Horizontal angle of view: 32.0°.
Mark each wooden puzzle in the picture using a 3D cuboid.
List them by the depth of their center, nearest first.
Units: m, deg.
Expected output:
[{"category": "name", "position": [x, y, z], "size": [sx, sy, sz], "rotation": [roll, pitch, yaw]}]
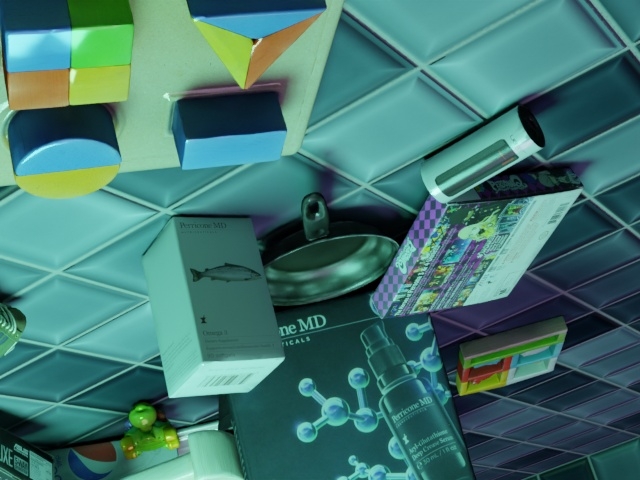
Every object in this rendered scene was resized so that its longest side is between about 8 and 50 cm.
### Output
[{"category": "wooden puzzle", "position": [-0.140, -0.130, 0.933], "size": [0.322, 0.081, 0.348], "rotation": [-8, 155, -17]}]

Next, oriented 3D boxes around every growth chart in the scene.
[{"category": "growth chart", "position": [-0.215, 0.376, 2.072], "size": [0.172, 0.021, 0.237], "rotation": [-9, 155, -16]}]

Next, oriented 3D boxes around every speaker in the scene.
[{"category": "speaker", "position": [0.180, -0.096, 1.240], "size": [0.136, 0.055, 0.055], "rotation": [-30, 153, 30]}]

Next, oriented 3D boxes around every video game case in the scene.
[{"category": "video game case", "position": [0.196, 0.006, 1.419], "size": [0.210, 0.042, 0.232], "rotation": [-9, 145, -28]}]

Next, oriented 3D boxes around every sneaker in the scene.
[{"category": "sneaker", "position": [-0.386, 0.091, 1.299], "size": [0.086, 0.064, 0.192], "rotation": [-12, 157, -27]}]

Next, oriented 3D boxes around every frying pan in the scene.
[{"category": "frying pan", "position": [-0.025, 0.012, 1.348], "size": [0.197, 0.053, 0.326], "rotation": [-24, 155, 18]}]

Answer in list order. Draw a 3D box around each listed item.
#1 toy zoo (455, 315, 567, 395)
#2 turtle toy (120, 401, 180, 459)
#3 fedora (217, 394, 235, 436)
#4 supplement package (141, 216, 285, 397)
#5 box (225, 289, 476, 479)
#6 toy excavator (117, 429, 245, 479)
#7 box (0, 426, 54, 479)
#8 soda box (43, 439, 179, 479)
[{"category": "toy zoo", "position": [0.350, 0.226, 2.078], "size": [0.192, 0.030, 0.293], "rotation": [-15, 156, -2]}, {"category": "turtle toy", "position": [-0.283, 0.307, 1.821], "size": [0.095, 0.066, 0.130], "rotation": [-12, 156, -8]}, {"category": "fedora", "position": [-0.070, 0.268, 1.793], "size": [0.275, 0.124, 0.244], "rotation": [3, 150, -24]}, {"category": "supplement package", "position": [-0.124, 0.075, 1.267], "size": [0.105, 0.179, 0.105], "rotation": [-1, 152, -31]}, {"category": "box", "position": [0.037, 0.290, 1.541], "size": [0.293, 0.396, 0.212], "rotation": [-13, 167, -8]}, {"category": "toy excavator", "position": [-0.345, 0.461, 1.738], "size": [0.432, 0.222, 0.445], "rotation": [-4, 145, -15]}, {"category": "box", "position": [-0.572, 0.334, 1.617], "size": [0.242, 0.077, 0.307], "rotation": [-22, 144, 14]}, {"category": "soda box", "position": [-0.386, 0.406, 1.923], "size": [0.286, 0.091, 0.098], "rotation": [-6, 154, -11]}]
